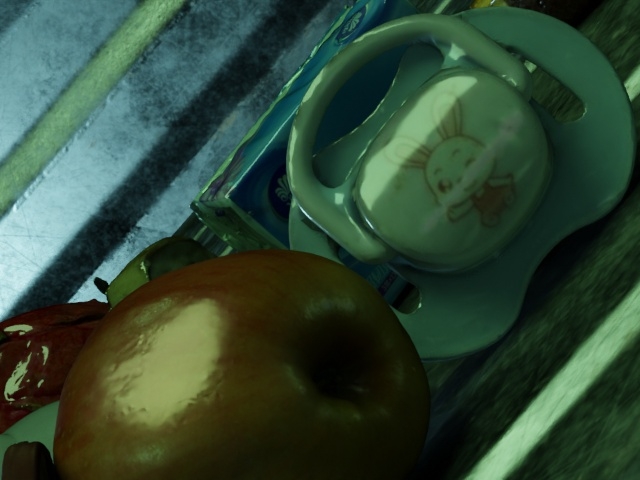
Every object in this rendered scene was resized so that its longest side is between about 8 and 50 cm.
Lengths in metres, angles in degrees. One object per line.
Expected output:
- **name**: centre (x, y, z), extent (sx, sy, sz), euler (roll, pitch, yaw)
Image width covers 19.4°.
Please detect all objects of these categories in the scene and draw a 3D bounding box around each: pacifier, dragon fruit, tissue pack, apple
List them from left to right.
- **dragon fruit**: centre (-0.264, 0.204, 1.848), extent (0.342, 0.277, 0.277), euler (-50, 9, 16)
- **apple**: centre (-0.056, 0.124, 1.308), extent (0.241, 0.242, 0.242), euler (-29, 20, 36)
- **tissue pack**: centre (0.038, -0.071, 1.754), extent (0.263, 0.198, 0.146), euler (-52, 13, -15)
- **pacifier**: centre (0.102, -0.041, 1.439), extent (0.287, 0.238, 0.226), euler (-52, -19, -4)

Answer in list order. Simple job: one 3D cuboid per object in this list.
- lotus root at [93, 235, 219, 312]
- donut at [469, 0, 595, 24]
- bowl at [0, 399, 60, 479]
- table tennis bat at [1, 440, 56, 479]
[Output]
- **lotus root**: centre (-0.097, 0.118, 1.712), extent (0.170, 0.261, 0.074), euler (-11, -22, -48)
- **donut**: centre (0.240, -0.271, 1.956), extent (0.141, 0.085, 0.217), euler (-55, 10, -27)
- **bowl**: centre (-0.231, 0.252, 1.536), extent (0.345, 0.157, 0.346), euler (-44, 32, 37)
- **table tennis bat**: centre (-0.172, 0.308, 1.223), extent (0.051, 0.268, 0.415), euler (-10, 36, -5)
